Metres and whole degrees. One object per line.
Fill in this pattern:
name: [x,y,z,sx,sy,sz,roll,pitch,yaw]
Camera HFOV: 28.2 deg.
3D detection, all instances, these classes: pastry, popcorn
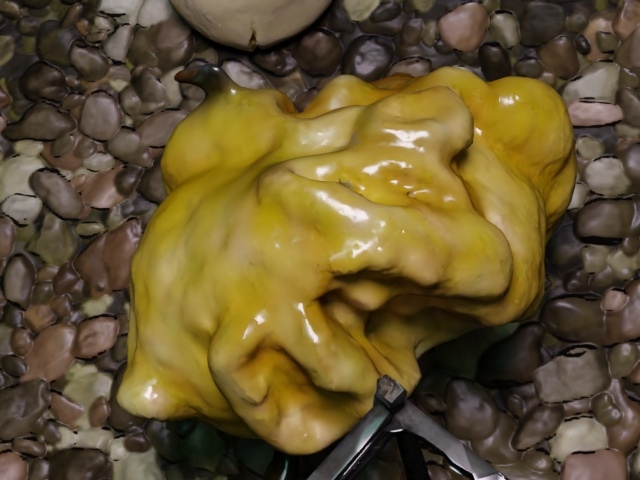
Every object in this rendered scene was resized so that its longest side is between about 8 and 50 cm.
pastry: [-0.059,-0.237,1.070,0.157,0.092,0.156,-4,72,11]
popcorn: [0.000,0.000,0.829,0.297,0.281,0.316,-19,22,40]

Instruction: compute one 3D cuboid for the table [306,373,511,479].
table: [0.022,0.300,0.698,0.222,0.272,0.335,37,75,23]
